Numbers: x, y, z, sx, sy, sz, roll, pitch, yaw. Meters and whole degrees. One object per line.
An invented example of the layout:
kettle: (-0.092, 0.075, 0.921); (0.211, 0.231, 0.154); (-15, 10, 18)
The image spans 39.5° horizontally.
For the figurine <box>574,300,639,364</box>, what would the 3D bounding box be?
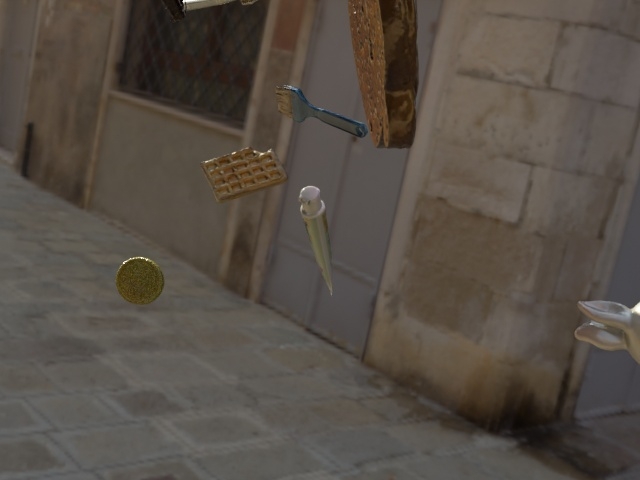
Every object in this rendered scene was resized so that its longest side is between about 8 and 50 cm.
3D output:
figurine: (0.422, 0.103, 1.003); (0.235, 0.155, 0.127); (28, -26, 36)

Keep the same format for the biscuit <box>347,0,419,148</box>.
biscuit: (0.101, -0.300, 1.330); (0.070, 0.350, 0.394); (-10, -18, -3)

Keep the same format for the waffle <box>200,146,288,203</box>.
waffle: (-0.133, -0.119, 1.559); (0.135, 0.021, 0.092); (-20, 62, -18)

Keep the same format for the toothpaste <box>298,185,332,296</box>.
toothpaste: (0.000, 0.000, 1.912); (0.056, 0.314, 0.058); (24, 58, 26)

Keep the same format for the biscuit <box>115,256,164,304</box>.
biscuit: (-0.313, 0.071, 1.547); (0.084, 0.084, 0.023); (13, 1, 6)

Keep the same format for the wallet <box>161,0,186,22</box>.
wallet: (-0.260, -0.461, 1.350); (0.039, 0.132, 0.243); (-13, -32, 10)

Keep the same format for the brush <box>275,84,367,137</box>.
brush: (0.000, -0.172, 1.209); (0.164, 0.051, 0.014); (28, 51, 34)

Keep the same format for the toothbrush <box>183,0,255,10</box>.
toothbrush: (-0.223, -0.499, 1.864); (0.030, 0.025, 0.342); (-42, 31, -22)
